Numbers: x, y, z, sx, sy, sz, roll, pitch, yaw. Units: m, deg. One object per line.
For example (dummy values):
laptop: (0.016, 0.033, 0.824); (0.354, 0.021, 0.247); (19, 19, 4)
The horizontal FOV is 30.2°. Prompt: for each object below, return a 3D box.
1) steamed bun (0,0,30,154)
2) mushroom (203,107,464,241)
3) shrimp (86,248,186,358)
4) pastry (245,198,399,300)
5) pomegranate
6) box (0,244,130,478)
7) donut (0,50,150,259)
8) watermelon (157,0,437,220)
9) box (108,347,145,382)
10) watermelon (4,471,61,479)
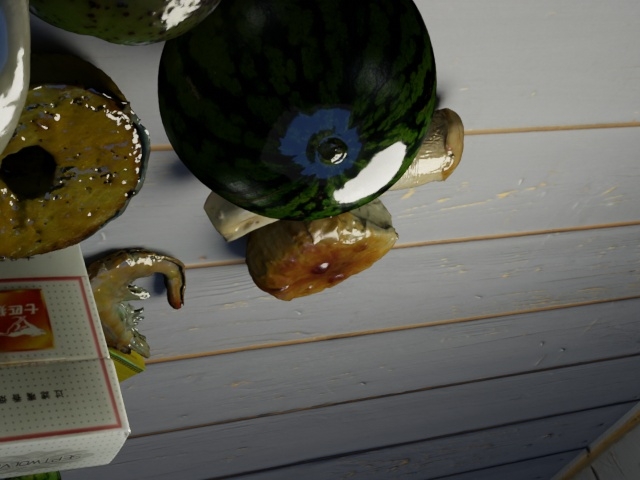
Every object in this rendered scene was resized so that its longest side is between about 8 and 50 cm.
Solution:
steamed bun: (-0.376, -0.167, 0.914); (0.255, 0.368, 0.342); (-14, 121, -64)
mushroom: (0.020, -0.088, 1.512); (0.351, 0.095, 0.122); (-16, 132, -13)
shrimp: (-0.262, 0.085, 1.689); (0.173, 0.058, 0.253); (-30, 150, -1)
pastry: (0.000, 0.000, 1.660); (0.218, 0.100, 0.229); (-19, 153, -4)
pomegranate: (-0.161, -0.289, 0.996); (0.214, 0.214, 0.248); (16, 97, -48)
box: (-0.363, 0.105, 1.355); (0.210, 0.330, 0.095); (-2, 147, -31)
donut: (-0.319, -0.101, 1.279); (0.272, 0.107, 0.272); (-19, 148, -12)
watermelon: (-0.024, -0.158, 1.199); (0.285, 0.285, 0.285); (-16, 151, -9)
box: (-0.426, 0.224, 1.822); (0.279, 0.041, 0.153); (-27, 150, 9)
watermelon: (-0.501, 0.431, 2.064); (0.109, 0.109, 0.109); (-16, 151, -9)
